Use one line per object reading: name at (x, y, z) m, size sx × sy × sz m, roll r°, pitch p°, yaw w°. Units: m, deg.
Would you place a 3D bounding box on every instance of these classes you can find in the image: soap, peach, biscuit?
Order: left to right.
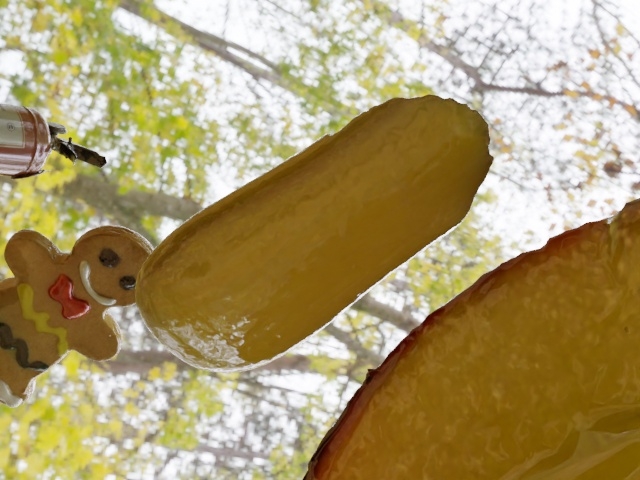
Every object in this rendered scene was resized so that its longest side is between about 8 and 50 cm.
biscuit at (-0.266, 0.067, 0.942) m, size 0.240 × 0.158 × 0.035 m, roll -32°, pitch -160°, yaw 15°
soap at (0.000, 0.000, 0.409) m, size 0.168 × 0.089 × 0.033 m, roll -32°, pitch -137°, yaw 7°
peach at (0.122, 0.141, 0.433) m, size 0.281 × 0.281 × 0.338 m, roll -119°, pitch -152°, yaw -43°

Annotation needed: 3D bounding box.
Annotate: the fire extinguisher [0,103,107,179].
fire extinguisher at (-0.219, -0.063, 0.586) m, size 0.062 × 0.177 × 0.050 m, roll 28°, pitch -72°, yaw 40°
